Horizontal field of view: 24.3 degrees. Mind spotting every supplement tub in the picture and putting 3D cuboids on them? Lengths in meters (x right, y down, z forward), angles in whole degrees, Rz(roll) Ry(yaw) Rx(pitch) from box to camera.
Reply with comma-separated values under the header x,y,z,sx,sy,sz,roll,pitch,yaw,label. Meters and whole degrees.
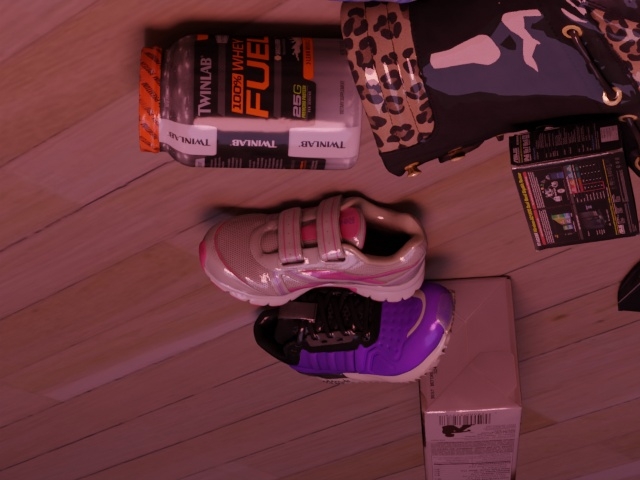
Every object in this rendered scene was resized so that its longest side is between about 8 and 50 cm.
x,y,z,sx,sy,sz,roll,pitch,yaw,label
-0.061,-0.120,1.292,0.190,0.117,0.117,0,152,-5,supplement tub

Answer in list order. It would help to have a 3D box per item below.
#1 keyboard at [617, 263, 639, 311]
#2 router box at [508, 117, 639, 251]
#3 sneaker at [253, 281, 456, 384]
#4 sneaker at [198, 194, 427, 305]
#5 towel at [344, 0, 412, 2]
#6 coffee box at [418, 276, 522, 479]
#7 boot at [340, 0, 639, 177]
x,y,z,sx,sy,sz,roll,pitch,yaw,label
0.515,0.048,1.719,0.317,0.033,0.201,3,158,-10,keyboard
0.214,-0.045,1.243,0.092,0.038,0.122,-9,142,13,router box
0.024,0.099,1.686,0.146,0.102,0.293,24,155,-29,sneaker
0.000,0.000,1.548,0.252,0.103,0.111,-2,152,-16,sneaker
0.138,-0.236,1.030,0.285,0.034,0.209,-25,179,22,towel
0.180,0.185,1.816,0.118,0.168,0.297,-3,152,4,coffee box
0.198,-0.117,1.285,0.284,0.138,0.377,-11,146,15,boot
